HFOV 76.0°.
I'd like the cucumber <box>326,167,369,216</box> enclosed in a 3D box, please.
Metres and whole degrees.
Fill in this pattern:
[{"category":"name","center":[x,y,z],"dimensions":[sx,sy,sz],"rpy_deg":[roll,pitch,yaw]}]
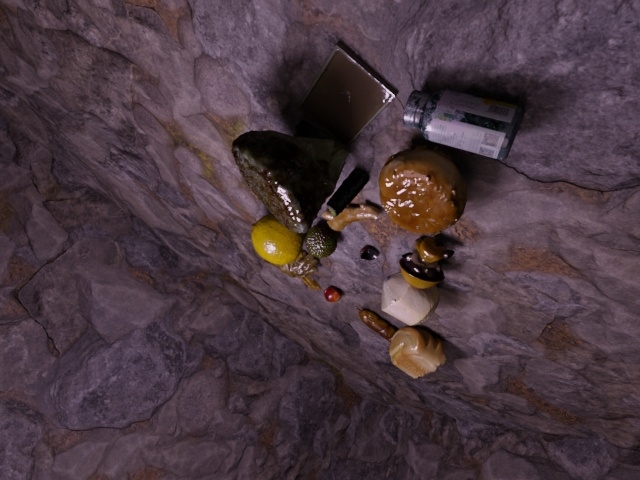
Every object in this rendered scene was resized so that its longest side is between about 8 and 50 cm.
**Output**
[{"category":"cucumber","center":[0.106,-0.174,1.510],"dimensions":[0.062,0.211,0.078],"rpy_deg":[10,142,37]}]

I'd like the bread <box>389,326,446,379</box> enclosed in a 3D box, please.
[{"category":"bread","center":[0.529,0.604,2.288],"dimensions":[0.270,0.211,0.315],"rpy_deg":[36,139,3]}]

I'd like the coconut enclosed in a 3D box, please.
[{"category":"coconut","center":[0.392,0.248,1.861],"dimensions":[0.244,0.239,0.239],"rpy_deg":[32,151,-2]}]

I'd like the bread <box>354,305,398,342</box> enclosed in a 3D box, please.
[{"category":"bread","center":[0.336,0.500,2.427],"dimensions":[0.344,0.084,0.124],"rpy_deg":[36,150,-6]}]

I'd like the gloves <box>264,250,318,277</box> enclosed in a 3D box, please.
[{"category":"gloves","center":[-0.165,0.127,2.287],"dimensions":[0.331,0.141,0.154],"rpy_deg":[17,146,25]}]

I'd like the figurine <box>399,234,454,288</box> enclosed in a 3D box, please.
[{"category":"figurine","center":[0.419,0.092,1.659],"dimensions":[0.192,0.167,0.256],"rpy_deg":[35,151,23]}]

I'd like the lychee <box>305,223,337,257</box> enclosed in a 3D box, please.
[{"category":"lychee","center":[0.000,0.000,1.928],"dimensions":[0.171,0.171,0.171],"rpy_deg":[24,149,15]}]

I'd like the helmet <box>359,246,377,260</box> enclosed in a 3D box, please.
[{"category":"helmet","center":[0.220,0.056,1.909],"dimensions":[0.084,0.049,0.065],"rpy_deg":[12,121,-17]}]

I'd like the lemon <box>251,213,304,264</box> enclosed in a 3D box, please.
[{"category":"lemon","center":[-0.210,-0.007,2.032],"dimensions":[0.268,0.267,0.267],"rpy_deg":[24,149,15]}]

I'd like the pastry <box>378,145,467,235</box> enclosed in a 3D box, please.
[{"category":"pastry","center":[0.332,-0.169,1.327],"dimensions":[0.285,0.184,0.315],"rpy_deg":[8,140,31]}]

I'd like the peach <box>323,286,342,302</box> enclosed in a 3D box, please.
[{"category":"peach","center":[0.073,0.317,2.399],"dimensions":[0.101,0.100,0.100],"rpy_deg":[24,149,15]}]

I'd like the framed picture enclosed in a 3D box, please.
[{"category":"framed picture","center":[0.073,-0.449,1.322],"dimensions":[0.232,0.024,0.315],"rpy_deg":[38,149,-10]}]

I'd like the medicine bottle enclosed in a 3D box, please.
[{"category":"medicine bottle","center":[0.375,-0.322,1.103],"dimensions":[0.294,0.141,0.141],"rpy_deg":[21,148,19]}]

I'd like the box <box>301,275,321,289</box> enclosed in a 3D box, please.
[{"category":"box","center":[-0.066,0.248,2.492],"dimensions":[0.089,0.022,0.156],"rpy_deg":[-1,136,45]}]

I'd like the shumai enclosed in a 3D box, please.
[{"category":"shumai","center":[-0.066,-0.247,1.414],"dimensions":[0.395,0.348,0.395],"rpy_deg":[49,165,18]}]

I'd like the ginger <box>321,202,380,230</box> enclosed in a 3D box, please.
[{"category":"ginger","center":[0.134,-0.102,1.742],"dimensions":[0.299,0.065,0.118],"rpy_deg":[-9,134,46]}]
